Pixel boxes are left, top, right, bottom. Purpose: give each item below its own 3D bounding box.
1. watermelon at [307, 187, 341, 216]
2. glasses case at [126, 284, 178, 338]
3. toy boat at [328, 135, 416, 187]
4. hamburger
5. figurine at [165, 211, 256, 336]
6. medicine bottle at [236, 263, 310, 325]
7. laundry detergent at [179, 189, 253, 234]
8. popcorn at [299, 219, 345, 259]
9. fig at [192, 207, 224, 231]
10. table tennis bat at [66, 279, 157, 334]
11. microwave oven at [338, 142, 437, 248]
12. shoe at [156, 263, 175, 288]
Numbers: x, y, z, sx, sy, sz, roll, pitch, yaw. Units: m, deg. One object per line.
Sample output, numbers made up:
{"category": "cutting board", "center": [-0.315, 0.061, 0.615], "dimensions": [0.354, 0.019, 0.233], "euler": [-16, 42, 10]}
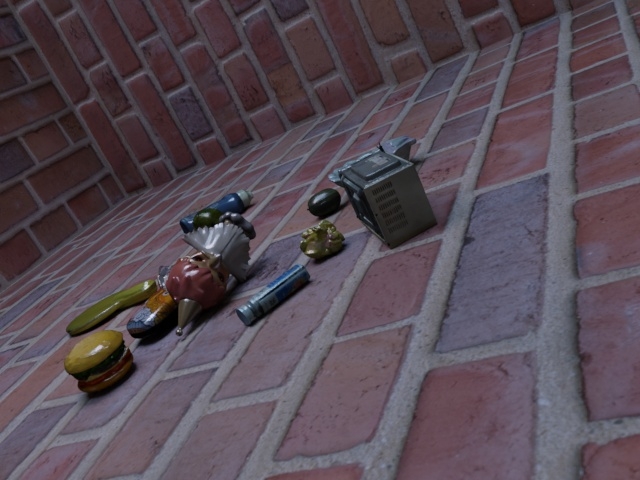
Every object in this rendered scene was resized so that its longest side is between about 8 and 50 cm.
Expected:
{"category": "watermelon", "center": [0.010, -0.112, 2.031], "dimensions": [0.111, 0.078, 0.078], "euler": [-30, 18, -5]}
{"category": "glasses case", "center": [-0.396, 0.158, 1.850], "dimensions": [0.122, 0.082, 0.321], "euler": [-14, 21, 41]}
{"category": "toy boat", "center": [0.167, -0.222, 2.072], "dimensions": [0.290, 0.100, 0.199], "euler": [-31, 18, -10]}
{"category": "hamburger", "center": [-0.529, 0.287, 1.623], "dimensions": [0.162, 0.115, 0.162], "euler": [-23, 20, 9]}
{"category": "figurine", "center": [-0.298, 0.079, 1.766], "dimensions": [0.166, 0.207, 0.387], "euler": [-37, 16, 44]}
{"category": "medicine bottle", "center": [-0.109, 0.124, 1.579], "dimensions": [0.191, 0.051, 0.051], "euler": [-35, 19, -25]}
{"category": "laundry detergent", "center": [-0.388, -0.104, 2.579], "dimensions": [0.290, 0.094, 0.143], "euler": [-30, 11, -19]}
{"category": "popcorn", "center": [-0.001, 0.002, 1.719], "dimensions": [0.109, 0.089, 0.097], "euler": [-36, 8, -15]}
{"category": "fig", "center": [-0.369, -0.060, 2.379], "dimensions": [0.123, 0.123, 0.156], "euler": [-18, 8, 28]}
{"category": "table tennis bat", "center": [-0.662, 0.206, 2.166], "dimensions": [0.369, 0.054, 0.224], "euler": [-24, 16, 25]}
{"category": "microwave oven", "center": [0.151, -0.113, 1.641], "dimensions": [0.145, 0.193, 0.240], "euler": [-30, 20, -3]}
{"category": "shoe", "center": [-0.430, 0.121, 2.016], "dimensions": [0.092, 0.089, 0.180], "euler": [-16, 19, -4]}
